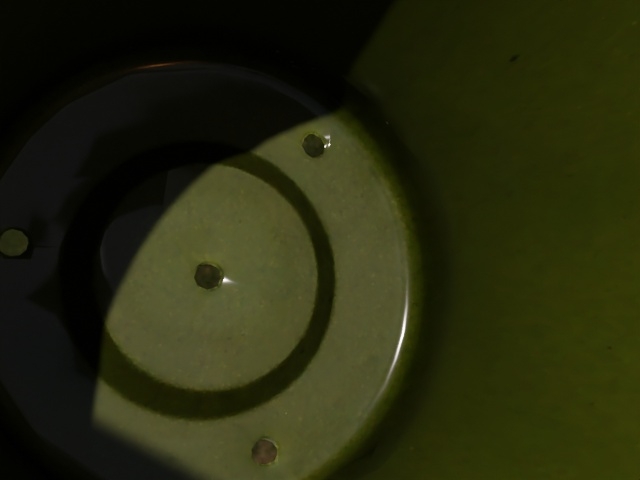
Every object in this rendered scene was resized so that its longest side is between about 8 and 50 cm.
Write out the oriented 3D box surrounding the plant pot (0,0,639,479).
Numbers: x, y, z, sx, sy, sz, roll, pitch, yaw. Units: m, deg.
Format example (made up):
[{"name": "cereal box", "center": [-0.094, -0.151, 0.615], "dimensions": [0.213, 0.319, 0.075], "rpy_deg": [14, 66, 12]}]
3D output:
[{"name": "plant pot", "center": [0.000, 0.000, 0.349], "dimensions": [0.353, 0.367, 0.366], "rpy_deg": [160, 117, -71]}]
